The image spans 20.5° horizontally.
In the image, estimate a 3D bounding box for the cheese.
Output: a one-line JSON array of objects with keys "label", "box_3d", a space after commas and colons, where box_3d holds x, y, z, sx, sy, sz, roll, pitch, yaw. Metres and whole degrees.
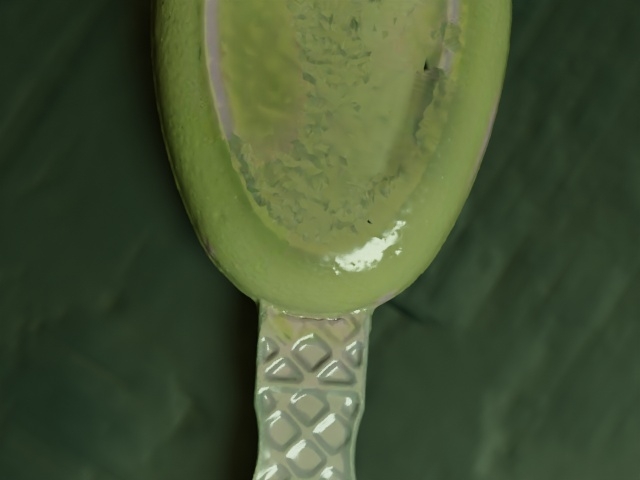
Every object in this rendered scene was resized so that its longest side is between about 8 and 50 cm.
[{"label": "cheese", "box_3d": [0.000, 0.000, 0.471, 0.097, 0.037, 0.192, 3, 86, -1]}]
